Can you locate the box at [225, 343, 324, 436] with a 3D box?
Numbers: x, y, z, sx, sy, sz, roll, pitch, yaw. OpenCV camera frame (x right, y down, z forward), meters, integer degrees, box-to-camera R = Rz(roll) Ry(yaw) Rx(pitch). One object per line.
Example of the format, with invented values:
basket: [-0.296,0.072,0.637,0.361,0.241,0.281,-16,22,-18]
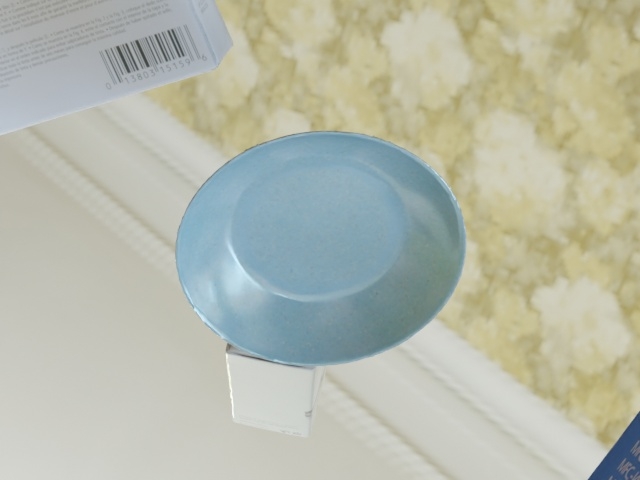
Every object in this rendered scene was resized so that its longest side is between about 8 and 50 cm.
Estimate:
box: [-0.041,0.117,1.613,0.094,0.275,0.113,12,-110,3]

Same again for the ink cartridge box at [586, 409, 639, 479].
ink cartridge box: [0.228,0.157,0.553,0.270,0.395,0.151,36,-174,-18]

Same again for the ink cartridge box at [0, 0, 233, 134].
ink cartridge box: [-0.239,-0.212,1.200,0.275,0.239,0.060,-14,-156,18]

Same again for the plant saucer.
plant saucer: [0.000,0.000,1.031,0.195,0.195,0.037,9,-145,-10]
